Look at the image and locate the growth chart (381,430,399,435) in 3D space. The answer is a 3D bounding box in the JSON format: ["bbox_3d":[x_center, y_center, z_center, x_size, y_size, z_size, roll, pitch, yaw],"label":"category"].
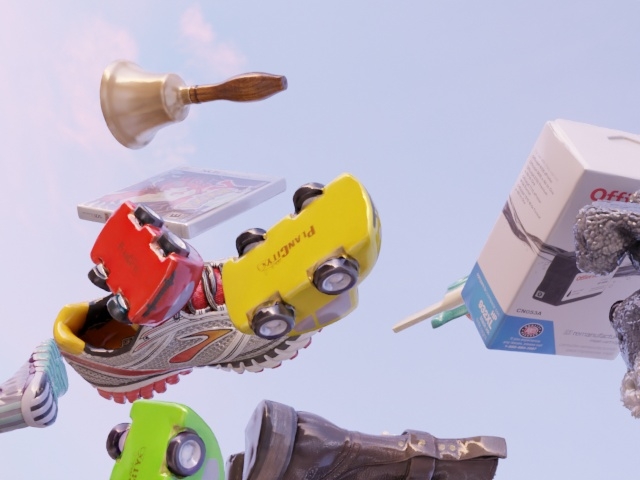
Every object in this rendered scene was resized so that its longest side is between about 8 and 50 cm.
[{"bbox_3d":[0.186,0.430,1.155,0.021,0.172,0.237,-47,-141,40],"label":"growth chart"}]

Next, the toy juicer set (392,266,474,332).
[{"bbox_3d":[0.308,0.099,1.319,0.209,0.329,0.090,-31,-95,46],"label":"toy juicer set"}]

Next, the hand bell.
[{"bbox_3d":[-0.157,-0.195,0.951,0.242,0.126,0.126,-3,-65,23],"label":"hand bell"}]

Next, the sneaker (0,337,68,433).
[{"bbox_3d":[-0.397,0.191,0.946,0.223,0.098,0.083,-156,-127,-76],"label":"sneaker"}]

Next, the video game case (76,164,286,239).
[{"bbox_3d":[-0.173,-0.056,0.919,0.183,0.201,0.023,9,-65,30],"label":"video game case"}]

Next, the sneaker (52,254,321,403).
[{"bbox_3d":[-0.091,0.054,0.525,0.093,0.225,0.088,57,13,-50],"label":"sneaker"}]

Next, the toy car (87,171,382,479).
[{"bbox_3d":[-0.071,0.079,0.402,0.239,0.225,0.053,-4,-26,41],"label":"toy car"}]

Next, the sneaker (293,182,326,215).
[{"bbox_3d":[0.000,0.000,1.465,0.130,0.112,0.296,12,-41,-8],"label":"sneaker"}]

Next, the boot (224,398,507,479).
[{"bbox_3d":[0.028,0.244,0.672,0.228,0.091,0.263,13,-43,-12],"label":"boot"}]

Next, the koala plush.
[{"bbox_3d":[0.386,0.075,0.766,0.203,0.196,0.221,20,-68,43],"label":"koala plush"}]

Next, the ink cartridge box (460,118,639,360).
[{"bbox_3d":[0.365,0.010,0.993,0.129,0.223,0.308,-102,-155,-52],"label":"ink cartridge box"}]
